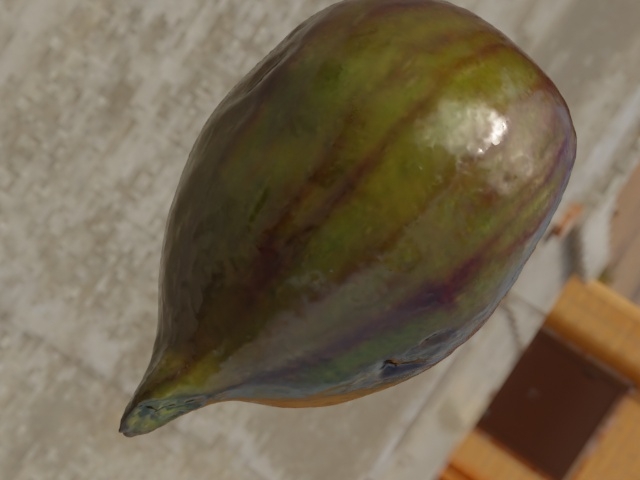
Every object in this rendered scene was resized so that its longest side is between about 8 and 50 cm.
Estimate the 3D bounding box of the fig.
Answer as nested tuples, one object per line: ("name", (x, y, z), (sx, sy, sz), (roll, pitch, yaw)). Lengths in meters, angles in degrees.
("fig", (0.000, 0.000, 0.497), (0.155, 0.103, 0.109), (-42, 158, -27))
